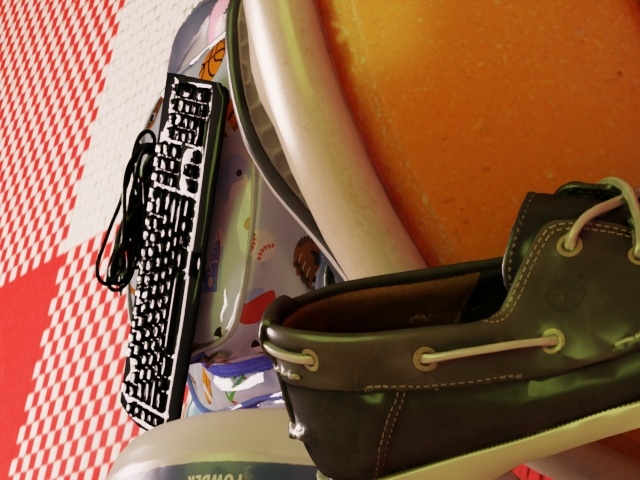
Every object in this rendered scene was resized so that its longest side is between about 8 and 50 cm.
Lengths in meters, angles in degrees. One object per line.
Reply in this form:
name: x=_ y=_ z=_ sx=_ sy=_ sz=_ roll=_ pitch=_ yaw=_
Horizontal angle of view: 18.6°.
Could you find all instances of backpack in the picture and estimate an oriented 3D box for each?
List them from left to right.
backpack: x=0.000 y=0.000 z=1.140 sx=0.263 sy=0.213 sz=0.276 roll=140 pitch=141 yaw=-64

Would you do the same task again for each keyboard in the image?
keyboard: x=-0.094 y=0.005 z=1.052 sx=0.100 sy=0.038 sz=0.192 roll=19 pitch=100 yaw=64

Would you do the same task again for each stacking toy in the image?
stacking toy: x=0.241 y=-0.132 z=0.716 sx=0.480 sy=0.350 sz=0.350 roll=-26 pitch=46 yaw=32

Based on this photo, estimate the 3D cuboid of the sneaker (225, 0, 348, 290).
sneaker: x=0.017 y=-0.020 z=0.915 sx=0.226 sy=0.086 sz=0.163 roll=65 pitch=175 yaw=0

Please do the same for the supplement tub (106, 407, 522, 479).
supplement tub: x=-0.015 y=0.261 z=0.923 sx=0.228 sy=0.228 sz=0.316 roll=-30 pitch=45 yaw=54

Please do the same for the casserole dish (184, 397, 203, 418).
casserole dish: x=-0.044 y=0.107 z=1.327 sx=0.188 sy=0.037 sz=0.114 roll=-50 pitch=32 yaw=34

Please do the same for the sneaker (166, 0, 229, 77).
sneaker: x=-0.029 y=-0.115 z=1.378 sx=0.319 sy=0.112 sz=0.131 roll=-26 pitch=45 yaw=57

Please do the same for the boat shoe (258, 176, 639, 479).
boat shoe: x=0.092 y=0.018 z=0.620 sx=0.233 sy=0.079 sz=0.084 roll=-20 pitch=7 yaw=19
